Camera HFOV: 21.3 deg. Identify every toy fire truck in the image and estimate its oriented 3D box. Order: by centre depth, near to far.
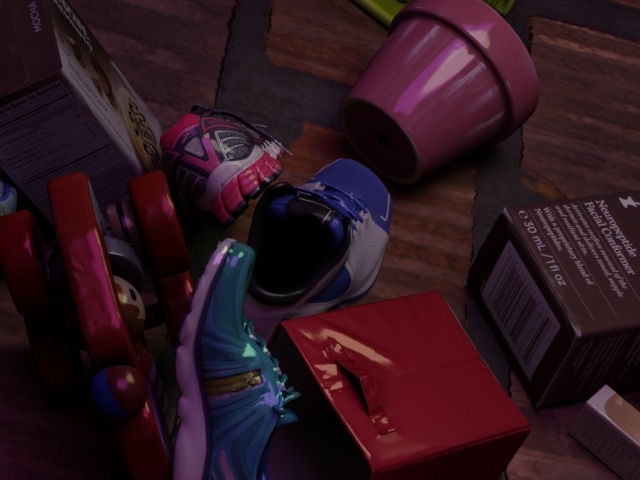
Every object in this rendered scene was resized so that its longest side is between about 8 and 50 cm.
[{"bbox_3d":[-0.186,0.096,1.578,0.169,0.302,0.254,-16,49,-6],"label":"toy fire truck"}]

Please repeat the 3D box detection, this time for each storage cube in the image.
[{"bbox_3d":[0.053,0.185,1.635,0.193,0.215,0.184,-10,52,-34],"label":"storage cube"}]

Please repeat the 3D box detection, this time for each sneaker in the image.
[{"bbox_3d":[-0.071,0.135,1.557,0.110,0.275,0.107,2,5,13],"label":"sneaker"},{"bbox_3d":[-0.109,-0.092,1.799,0.121,0.299,0.112,-45,96,-2],"label":"sneaker"},{"bbox_3d":[-0.001,0.001,1.802,0.127,0.182,0.315,31,47,7],"label":"sneaker"}]

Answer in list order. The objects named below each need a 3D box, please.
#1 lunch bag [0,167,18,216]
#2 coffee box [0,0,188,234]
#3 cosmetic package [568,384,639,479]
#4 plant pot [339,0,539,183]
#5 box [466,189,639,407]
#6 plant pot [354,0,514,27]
[{"bbox_3d":[-0.442,-0.036,1.680,0.303,0.115,0.243,9,11,-9],"label":"lunch bag"},{"bbox_3d":[-0.261,-0.123,1.740,0.119,0.297,0.168,-24,52,8],"label":"coffee box"},{"bbox_3d":[0.326,0.215,1.805,0.115,0.060,0.041,41,49,17],"label":"cosmetic package"},{"bbox_3d":[0.128,-0.170,2.011,0.201,0.201,0.180,39,64,18],"label":"plant pot"},{"bbox_3d":[0.383,0.051,1.923,0.381,0.143,0.191,-7,51,-27],"label":"box"},{"bbox_3d":[0.169,-0.403,2.213,0.228,0.227,0.207,41,43,19],"label":"plant pot"}]
